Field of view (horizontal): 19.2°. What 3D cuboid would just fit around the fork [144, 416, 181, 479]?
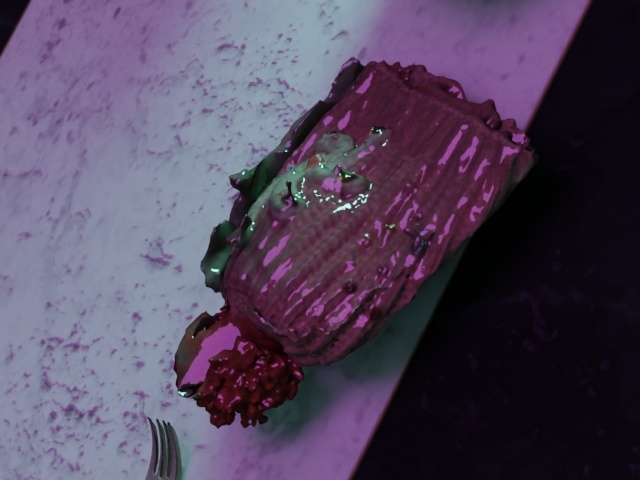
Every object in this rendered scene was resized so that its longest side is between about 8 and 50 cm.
[{"bbox_3d":[-0.138,0.234,1.327,0.034,0.028,0.219,8,75,39],"label":"fork"}]

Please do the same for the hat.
[{"bbox_3d":[0.000,0.000,1.271,0.286,0.107,0.237,-52,31,-1],"label":"hat"}]
